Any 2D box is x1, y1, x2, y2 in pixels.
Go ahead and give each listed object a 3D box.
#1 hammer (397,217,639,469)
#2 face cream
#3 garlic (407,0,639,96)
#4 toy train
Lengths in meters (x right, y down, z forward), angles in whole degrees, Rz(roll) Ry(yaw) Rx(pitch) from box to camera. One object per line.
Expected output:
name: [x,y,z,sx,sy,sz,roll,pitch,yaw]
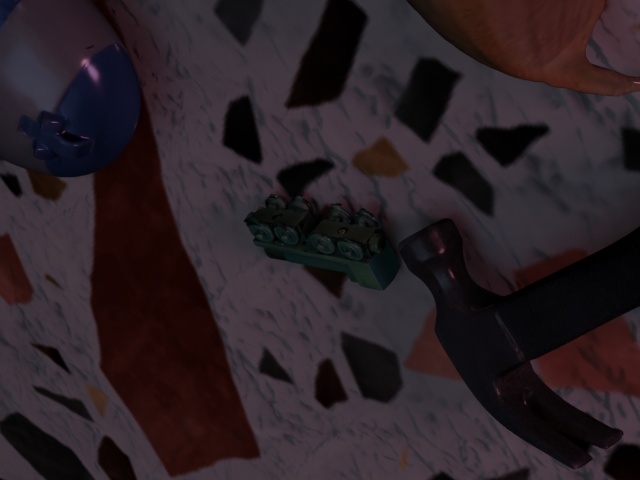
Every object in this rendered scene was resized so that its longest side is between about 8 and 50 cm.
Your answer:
hammer: [0.141,0.017,0.663,0.137,0.037,0.290,61,148,3]
face cream: [-0.210,-0.131,0.852,0.264,0.083,0.149,36,138,12]
garlic: [0.083,-0.163,0.577,0.164,0.145,0.245,6,134,-3]
toy train: [0.000,0.000,0.826,0.092,0.029,0.045,10,142,38]
